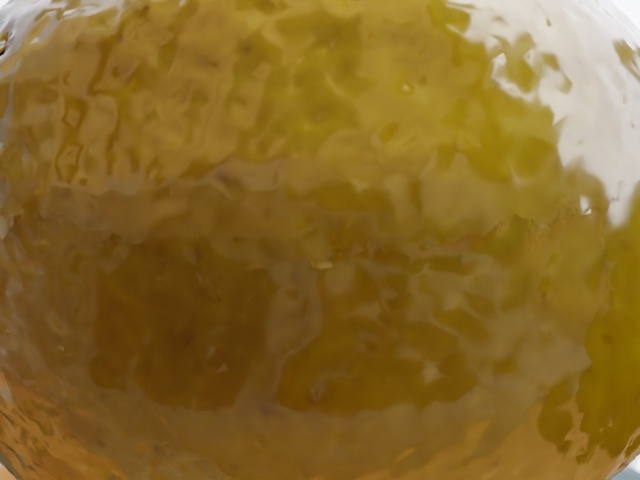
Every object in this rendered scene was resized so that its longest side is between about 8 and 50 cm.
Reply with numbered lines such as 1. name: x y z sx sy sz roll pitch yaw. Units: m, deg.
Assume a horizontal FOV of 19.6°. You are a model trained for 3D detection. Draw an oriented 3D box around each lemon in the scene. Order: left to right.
1. lemon: 0.000 0.000 0.505 0.257 0.188 0.188 1 -42 -3
